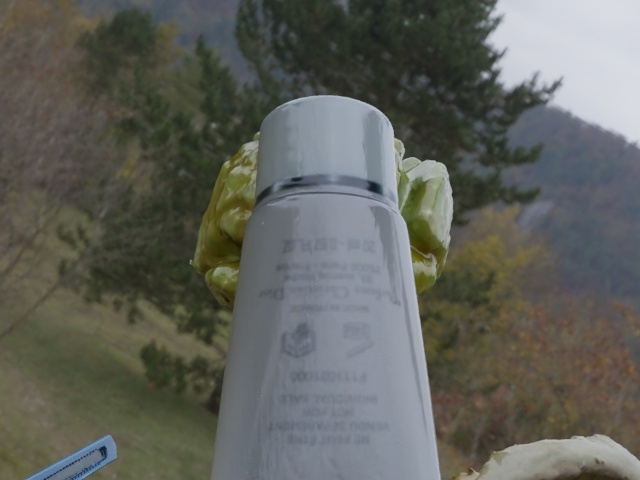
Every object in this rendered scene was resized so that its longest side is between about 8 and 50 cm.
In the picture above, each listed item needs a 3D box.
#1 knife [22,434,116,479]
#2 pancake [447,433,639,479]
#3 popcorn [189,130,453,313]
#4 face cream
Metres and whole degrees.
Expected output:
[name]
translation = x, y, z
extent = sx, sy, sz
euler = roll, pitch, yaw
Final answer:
[knife]
translation = -0.296, 0.255, 1.083
extent = 0.296, 0.026, 0.044
euler = -22, 94, -65
[pancake]
translation = 0.205, 0.346, 1.019
extent = 0.356, 0.356, 0.065
euler = 29, 5, -28
[popcorn]
translation = 0.001, -0.007, 1.130
extent = 0.282, 0.246, 0.282
euler = 13, 6, -1
[face cream]
translation = 0.003, 0.073, 0.560
extent = 0.143, 0.314, 0.089
euler = 1, -25, -1
